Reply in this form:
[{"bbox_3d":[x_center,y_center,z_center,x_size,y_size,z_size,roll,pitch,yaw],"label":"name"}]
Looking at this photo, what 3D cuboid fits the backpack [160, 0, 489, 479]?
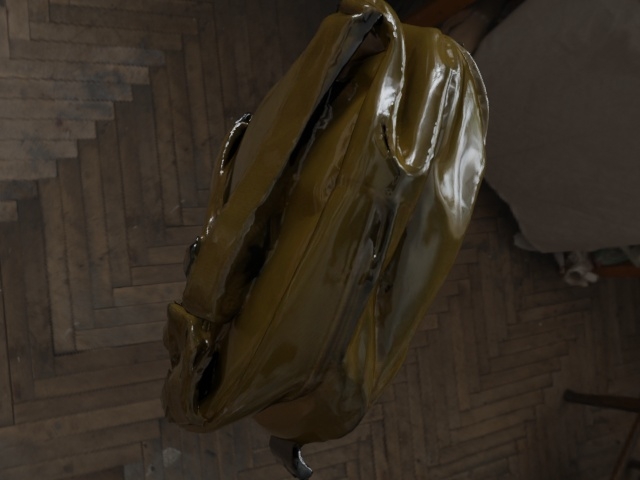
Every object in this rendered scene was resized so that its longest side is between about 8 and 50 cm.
[{"bbox_3d":[-0.006,-0.002,0.546,0.201,0.353,0.378,25,76,-14],"label":"backpack"}]
